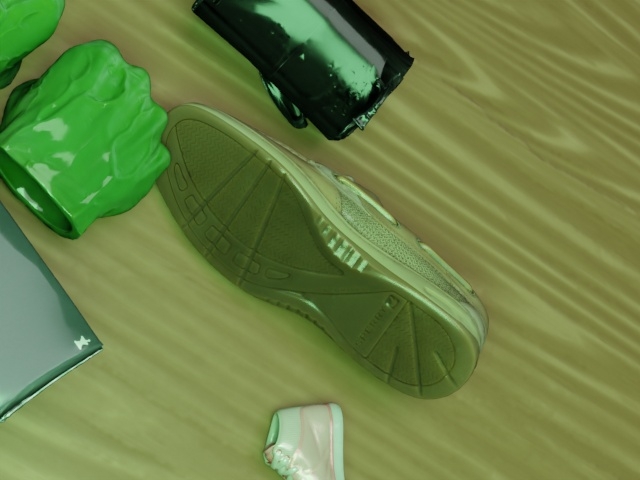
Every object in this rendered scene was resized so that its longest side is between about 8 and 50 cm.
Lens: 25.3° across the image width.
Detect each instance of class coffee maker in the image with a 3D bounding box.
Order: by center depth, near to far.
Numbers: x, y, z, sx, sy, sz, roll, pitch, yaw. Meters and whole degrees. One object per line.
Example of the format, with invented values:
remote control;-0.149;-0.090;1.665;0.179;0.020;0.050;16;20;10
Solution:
coffee maker;-0.011;-0.185;1.237;0.178;0.171;0.120;42;82;-8

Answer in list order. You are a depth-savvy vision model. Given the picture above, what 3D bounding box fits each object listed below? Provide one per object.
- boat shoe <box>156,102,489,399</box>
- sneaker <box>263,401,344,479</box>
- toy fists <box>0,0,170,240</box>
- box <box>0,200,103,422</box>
boat shoe;0.000;0.000;1.243;0.341;0.121;0.110;41;30;-1
sneaker;-0.016;0.204;1.213;0.070;0.051;0.134;3;74;-21
toy fists;-0.242;-0.136;1.166;0.279;0.096;0.142;46;66;-7
box;-0.293;0.012;1.061;0.103;0.184;0.261;-37;93;-26
